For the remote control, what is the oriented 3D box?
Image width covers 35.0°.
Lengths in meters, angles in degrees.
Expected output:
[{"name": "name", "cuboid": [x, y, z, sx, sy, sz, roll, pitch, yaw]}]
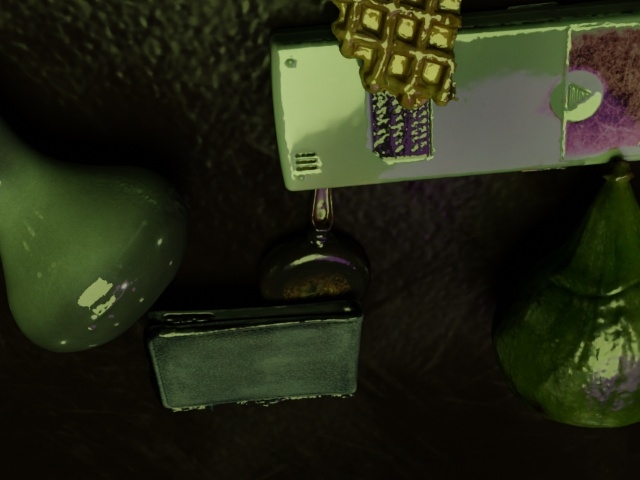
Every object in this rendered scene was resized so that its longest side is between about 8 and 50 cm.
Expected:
[{"name": "remote control", "cuboid": [0.130, -0.125, 0.879, 0.344, 0.050, 0.145, -5, 121, -1]}]

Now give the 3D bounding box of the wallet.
[{"name": "wallet", "cuboid": [-0.068, 0.118, 1.042, 0.222, 0.036, 0.167, -5, 143, -3]}]

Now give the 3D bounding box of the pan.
[{"name": "pan", "cuboid": [0.001, 0.002, 0.979, 0.114, 0.040, 0.212, 0, 128, -11]}]

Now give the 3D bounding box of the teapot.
[{"name": "teapot", "cuboid": [-0.243, -0.032, 0.865, 0.183, 0.183, 0.251, -39, 108, 23]}]

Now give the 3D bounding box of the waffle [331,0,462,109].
[{"name": "waffle", "cuboid": [0.080, -0.202, 0.794, 0.160, 0.046, 0.192, -23, 104, 5]}]

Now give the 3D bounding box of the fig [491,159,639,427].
[{"name": "fig", "cuboid": [0.249, 0.043, 0.933, 0.203, 0.203, 0.235, -13, 124, 5]}]
